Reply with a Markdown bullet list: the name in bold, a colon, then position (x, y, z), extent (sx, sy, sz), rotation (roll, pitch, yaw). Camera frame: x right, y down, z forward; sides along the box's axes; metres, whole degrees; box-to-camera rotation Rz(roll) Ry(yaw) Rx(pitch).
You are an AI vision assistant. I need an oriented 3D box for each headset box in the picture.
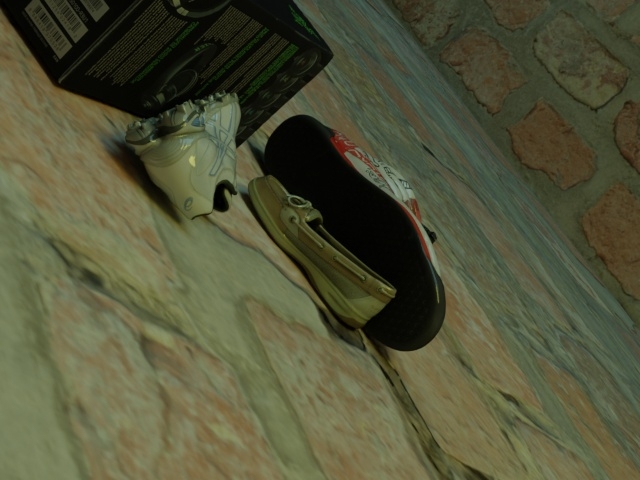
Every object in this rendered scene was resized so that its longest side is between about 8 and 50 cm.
- **headset box**: position (-0.145, -0.221, 0.952), extent (0.246, 0.131, 0.283), rotation (54, 15, 21)

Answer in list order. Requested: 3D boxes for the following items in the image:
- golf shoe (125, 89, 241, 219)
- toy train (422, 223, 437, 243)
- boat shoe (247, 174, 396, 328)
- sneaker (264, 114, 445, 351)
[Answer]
- **golf shoe**: position (-0.090, -0.060, 0.863), extent (0.086, 0.069, 0.176), rotation (66, 15, -8)
- **toy train**: position (0.087, -0.023, 1.322), extent (0.036, 0.027, 0.158), rotation (52, 14, 29)
- **boat shoe**: position (0.000, 0.000, 0.954), extent (0.153, 0.048, 0.056), rotation (53, 15, 19)
- **sneaker**: position (0.062, 0.001, 1.053), extent (0.145, 0.090, 0.270), rotation (27, 22, -50)
